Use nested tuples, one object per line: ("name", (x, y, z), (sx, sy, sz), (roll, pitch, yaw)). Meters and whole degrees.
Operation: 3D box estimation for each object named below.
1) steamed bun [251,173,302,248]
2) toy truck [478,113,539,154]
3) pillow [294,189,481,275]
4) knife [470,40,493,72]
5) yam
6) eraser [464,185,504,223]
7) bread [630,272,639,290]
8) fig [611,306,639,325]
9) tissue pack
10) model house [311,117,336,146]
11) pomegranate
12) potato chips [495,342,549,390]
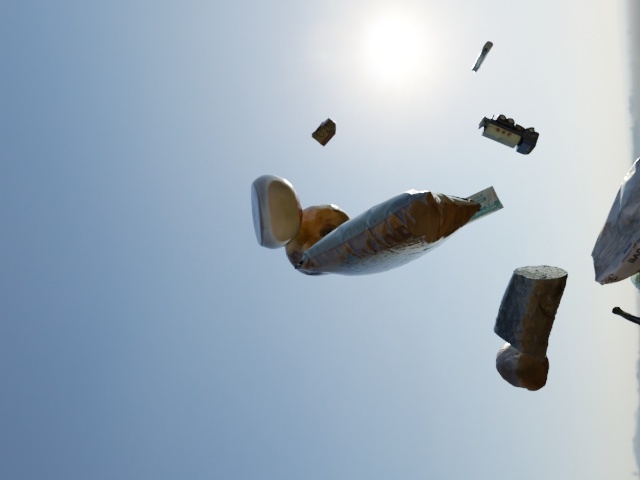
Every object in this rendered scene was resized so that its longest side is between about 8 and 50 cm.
("steamed bun", (-0.129, -0.091, 1.806), (0.232, 0.145, 0.231), (174, 90, -77))
("toy truck", (0.638, -0.364, 1.997), (0.074, 0.202, 0.088), (114, 180, -57))
("pillow", (0.148, -0.011, 1.205), (0.312, 0.310, 0.119), (4, -117, -57))
("knife", (0.438, -0.496, 1.600), (0.044, 0.023, 0.162), (-60, -5, -3))
("yam", (0.558, 0.188, 1.578), (0.154, 0.154, 0.254), (-23, -54, -61))
("eraser", (0.597, -0.124, 2.319), (0.052, 0.225, 0.095), (18, -131, -65))
("bread", (1.202, 0.084, 1.905), (0.348, 0.308, 0.348), (-56, -12, -18))
("fig", (0.878, 0.200, 1.467), (0.290, 0.191, 0.190), (-103, -5, -62))
("tissue pack", (0.865, -0.085, 1.494), (0.390, 0.195, 0.375), (-26, -36, -34))
("model house", (0.019, -0.336, 1.820), (0.058, 0.083, 0.057), (39, -166, -19))
("pomegranate", (0.000, 0.000, 1.992), (0.260, 0.261, 0.260), (11, -102, -62))
("potato chips", (0.592, 0.352, 1.721), (0.201, 0.150, 0.049), (-52, -35, -54))
